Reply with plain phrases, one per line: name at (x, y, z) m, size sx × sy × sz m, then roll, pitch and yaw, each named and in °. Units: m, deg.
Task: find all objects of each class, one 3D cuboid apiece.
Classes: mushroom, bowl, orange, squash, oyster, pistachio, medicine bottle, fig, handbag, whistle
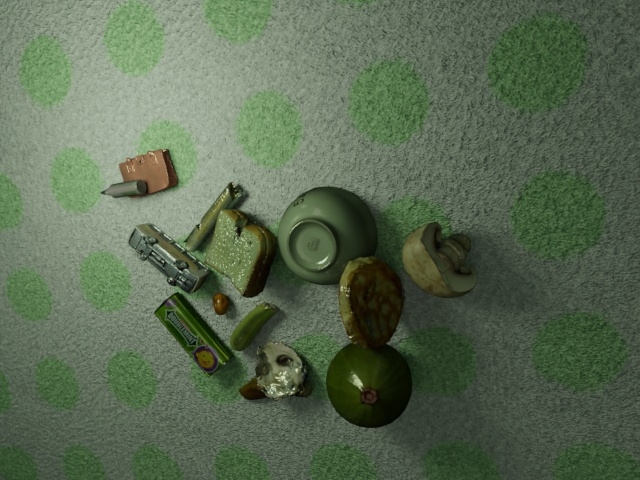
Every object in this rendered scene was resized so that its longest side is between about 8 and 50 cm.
mushroom at (0.369, 0.065, 1.605) m, size 0.253 × 0.195 × 0.189 m, roll 54°, pitch 145°, yaw -5°
bowl at (0.000, 0.000, 1.697) m, size 0.354 × 0.185 × 0.353 m, roll 4°, pitch 103°, yaw 18°
orange at (-0.382, 0.242, 1.939) m, size 0.062 × 0.086 × 0.086 m, roll -14°, pitch 97°, yaw -2°
squash at (-0.261, 0.326, 1.916) m, size 0.083 × 0.083 × 0.250 m, roll 43°, pitch 108°, yaw 6°
oyster at (-0.144, 0.490, 1.908) m, size 0.214 × 0.083 × 0.222 m, roll -6°, pitch 82°, yaw 11°
pistachio at (-0.257, 0.588, 1.983) m, size 0.173 × 0.049 × 0.089 m, roll -18°, pitch 94°, yaw 21°
medicine bottle at (-0.762, -0.193, 1.925) m, size 0.199 × 0.057 × 0.057 m, roll -6°, pitch 100°, yaw 21°
fig at (0.160, 0.480, 1.676) m, size 0.316 × 0.316 × 0.316 m, roll 4°, pitch 103°, yaw 18°
handbag at (-0.666, -0.258, 1.936) m, size 0.213 × 0.059 × 0.157 m, roll -13°, pitch 97°, yaw 21°
whistle at (-0.404, -0.083, 1.885) m, size 0.068 × 0.057 × 0.326 m, roll 45°, pitch 111°, yaw 4°

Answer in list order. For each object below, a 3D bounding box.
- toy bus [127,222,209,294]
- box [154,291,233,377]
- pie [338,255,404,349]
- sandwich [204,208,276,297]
toy bus at (-0.585, 0.067, 1.935) m, size 0.342 × 0.138 × 0.097 m, roll 36°, pitch 109°, yaw 10°
box at (-0.506, 0.372, 1.995) m, size 0.134 × 0.097 × 0.345 m, roll -42°, pitch 86°, yaw 22°
pie at (0.162, 0.206, 1.634) m, size 0.092 × 0.315 × 0.315 m, roll -7°, pitch 100°, yaw 40°
sandwich at (-0.282, 0.035, 1.799) m, size 0.273 × 0.095 × 0.249 m, roll 33°, pitch 111°, yaw 35°
